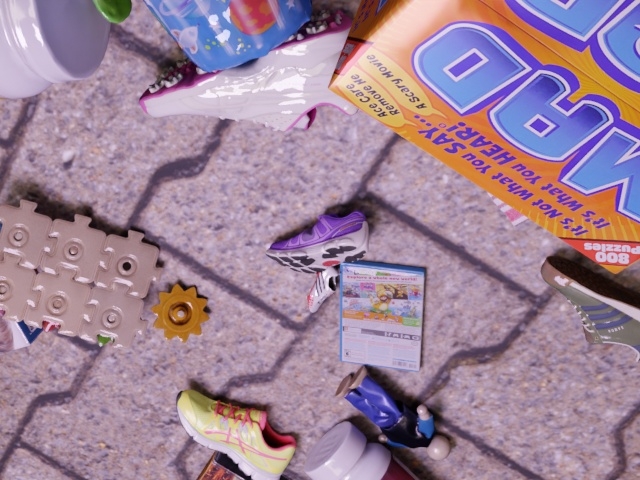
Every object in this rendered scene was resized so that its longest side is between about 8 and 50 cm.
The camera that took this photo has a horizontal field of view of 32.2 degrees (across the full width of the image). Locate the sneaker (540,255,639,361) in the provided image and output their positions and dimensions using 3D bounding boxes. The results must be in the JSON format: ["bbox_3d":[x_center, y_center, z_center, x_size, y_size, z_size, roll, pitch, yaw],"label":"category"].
[{"bbox_3d":[0.366,0.098,1.463,0.192,0.064,0.086,25,116,-2],"label":"sneaker"}]

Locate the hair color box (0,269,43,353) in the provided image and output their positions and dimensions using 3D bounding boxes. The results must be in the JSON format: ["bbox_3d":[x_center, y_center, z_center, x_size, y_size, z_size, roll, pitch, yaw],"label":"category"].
[{"bbox_3d":[-0.557,0.009,1.647,0.173,0.105,0.347,-17,112,23],"label":"hair color box"}]

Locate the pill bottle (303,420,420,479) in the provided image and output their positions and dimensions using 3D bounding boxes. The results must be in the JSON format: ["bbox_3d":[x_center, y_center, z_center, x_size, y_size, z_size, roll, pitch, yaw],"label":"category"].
[{"bbox_3d":[0.086,0.381,1.659,0.221,0.121,0.121,45,119,-11],"label":"pill bottle"}]

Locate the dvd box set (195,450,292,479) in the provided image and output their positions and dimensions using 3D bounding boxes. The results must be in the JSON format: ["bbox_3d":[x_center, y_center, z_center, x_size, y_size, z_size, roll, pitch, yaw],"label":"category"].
[{"bbox_3d":[-0.131,0.555,1.846,0.307,0.062,0.420,32,121,-2],"label":"dvd box set"}]

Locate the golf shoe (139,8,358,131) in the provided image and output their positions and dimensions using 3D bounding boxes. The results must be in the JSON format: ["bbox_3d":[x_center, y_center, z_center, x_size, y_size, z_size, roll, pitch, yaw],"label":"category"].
[{"bbox_3d":[-0.086,-0.187,1.413,0.306,0.115,0.140,-12,119,23],"label":"golf shoe"}]

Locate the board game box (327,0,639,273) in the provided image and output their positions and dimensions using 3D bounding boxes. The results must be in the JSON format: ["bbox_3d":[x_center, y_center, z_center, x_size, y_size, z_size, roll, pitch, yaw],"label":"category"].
[{"bbox_3d":[0.281,-0.261,1.044,0.356,0.357,0.356,31,140,-15],"label":"board game box"}]

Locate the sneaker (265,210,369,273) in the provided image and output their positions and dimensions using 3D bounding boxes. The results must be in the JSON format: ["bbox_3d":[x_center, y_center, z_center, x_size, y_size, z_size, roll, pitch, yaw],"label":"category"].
[{"bbox_3d":[0.000,0.000,1.522,0.170,0.071,0.068,-13,149,35],"label":"sneaker"}]

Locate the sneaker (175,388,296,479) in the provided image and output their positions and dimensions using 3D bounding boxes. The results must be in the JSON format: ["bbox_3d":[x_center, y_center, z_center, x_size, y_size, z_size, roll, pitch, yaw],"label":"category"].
[{"bbox_3d":[-0.125,0.282,1.697,0.208,0.081,0.094,36,114,-13],"label":"sneaker"}]

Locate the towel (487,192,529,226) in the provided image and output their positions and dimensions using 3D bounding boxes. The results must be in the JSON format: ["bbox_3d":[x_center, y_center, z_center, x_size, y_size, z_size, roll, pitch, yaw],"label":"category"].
[{"bbox_3d":[0.249,-0.125,1.402,0.144,0.029,0.197,-33,107,27],"label":"towel"}]

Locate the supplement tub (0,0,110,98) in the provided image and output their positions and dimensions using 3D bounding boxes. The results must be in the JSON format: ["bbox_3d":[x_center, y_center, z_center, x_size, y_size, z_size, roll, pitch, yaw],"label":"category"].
[{"bbox_3d":[-0.455,-0.294,1.379,0.331,0.241,0.241,-1,117,15],"label":"supplement tub"}]

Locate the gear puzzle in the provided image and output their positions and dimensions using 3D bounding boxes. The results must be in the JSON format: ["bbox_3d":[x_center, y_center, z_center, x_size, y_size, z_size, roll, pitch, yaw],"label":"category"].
[{"bbox_3d":[-0.323,0.062,1.612,0.338,0.044,0.176,16,85,-11],"label":"gear puzzle"}]

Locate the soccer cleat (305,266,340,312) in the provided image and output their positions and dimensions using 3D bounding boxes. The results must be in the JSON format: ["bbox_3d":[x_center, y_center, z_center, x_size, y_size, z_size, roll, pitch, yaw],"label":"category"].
[{"bbox_3d":[0.004,0.071,1.566,0.035,0.029,0.083,33,120,27],"label":"soccer cleat"}]

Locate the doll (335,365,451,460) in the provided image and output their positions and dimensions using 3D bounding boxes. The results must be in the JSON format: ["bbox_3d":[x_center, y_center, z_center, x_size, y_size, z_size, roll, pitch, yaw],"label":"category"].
[{"bbox_3d":[0.116,0.262,1.627,0.189,0.046,0.129,39,138,-10],"label":"doll"}]

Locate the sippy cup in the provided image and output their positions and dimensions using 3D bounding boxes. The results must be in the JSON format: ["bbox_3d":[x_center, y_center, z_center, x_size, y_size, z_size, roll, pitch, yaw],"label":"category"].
[{"bbox_3d":[-0.125,-0.330,1.294,0.305,0.240,0.224,26,150,55],"label":"sippy cup"}]

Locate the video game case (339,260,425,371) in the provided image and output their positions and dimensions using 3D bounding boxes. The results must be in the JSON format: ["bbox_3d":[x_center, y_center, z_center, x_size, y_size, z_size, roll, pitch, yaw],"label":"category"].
[{"bbox_3d":[0.086,0.108,1.575,0.119,0.015,0.166,7,119,13],"label":"video game case"}]
